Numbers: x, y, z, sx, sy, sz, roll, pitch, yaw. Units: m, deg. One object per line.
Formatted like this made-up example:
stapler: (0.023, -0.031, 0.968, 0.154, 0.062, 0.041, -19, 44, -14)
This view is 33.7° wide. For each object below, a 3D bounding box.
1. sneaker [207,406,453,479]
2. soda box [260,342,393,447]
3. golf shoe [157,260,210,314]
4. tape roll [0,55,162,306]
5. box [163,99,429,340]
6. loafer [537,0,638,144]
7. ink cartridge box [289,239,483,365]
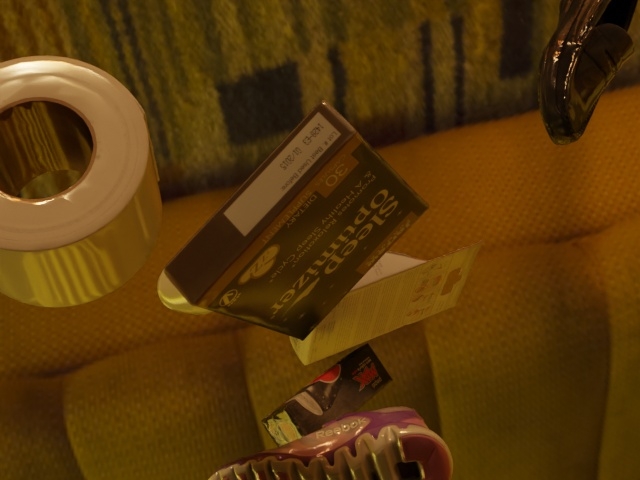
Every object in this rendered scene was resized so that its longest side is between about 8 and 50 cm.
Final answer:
sneaker: (0.007, 0.216, 1.008, 0.236, 0.104, 0.095, -15, 110, 6)
soda box: (0.010, 0.186, 1.235, 0.053, 0.060, 0.169, -37, 176, 42)
golf shoe: (-0.084, 0.017, 0.882, 0.176, 0.069, 0.086, -21, 166, 31)
tape roll: (-0.310, -0.065, 1.212, 0.246, 0.246, 0.169, -10, 157, -7)
box: (0.000, 0.000, 0.699, 0.136, 0.036, 0.225, -47, 160, 5)
loafer: (0.272, -0.191, 1.059, 0.078, 0.223, 0.076, -1, 144, 34)
ink cartridge box: (0.075, 0.062, 1.301, 0.224, 0.056, 0.181, -22, 155, -17)
